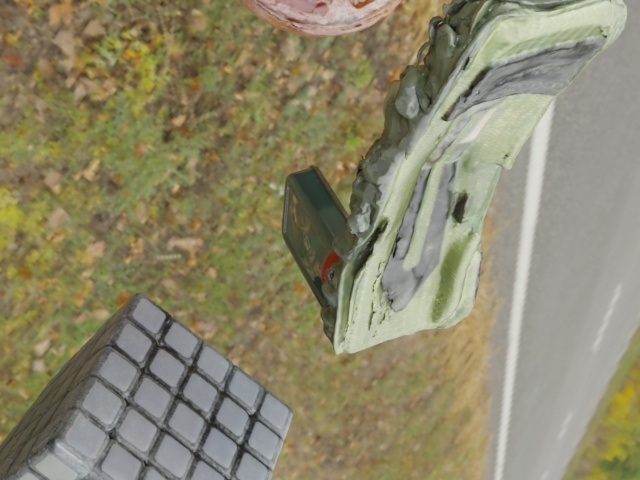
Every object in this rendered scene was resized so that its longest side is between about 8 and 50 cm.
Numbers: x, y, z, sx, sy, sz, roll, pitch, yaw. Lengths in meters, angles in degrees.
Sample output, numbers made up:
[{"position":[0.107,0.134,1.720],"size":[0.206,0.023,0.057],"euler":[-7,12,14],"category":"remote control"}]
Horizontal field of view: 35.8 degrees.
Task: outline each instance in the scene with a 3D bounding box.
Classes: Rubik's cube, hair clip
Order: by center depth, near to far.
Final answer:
[{"position":[0.069,-0.047,0.625],"size":[0.138,0.091,0.321],"euler":[-13,146,-27],"category":"hair clip"},{"position":[-0.206,0.244,1.066],"size":[0.237,0.238,0.237],"euler":[-40,-164,37],"category":"Rubik's cube"}]

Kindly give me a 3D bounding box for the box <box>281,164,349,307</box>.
[{"position":[0.000,0.000,0.887],"size":[0.031,0.126,0.091],"euler":[-12,136,-20],"category":"box"}]

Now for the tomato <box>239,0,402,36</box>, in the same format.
[{"position":[-0.010,-0.312,0.939],"size":[0.237,0.236,0.095],"euler":[-52,-156,-8],"category":"tomato"}]
